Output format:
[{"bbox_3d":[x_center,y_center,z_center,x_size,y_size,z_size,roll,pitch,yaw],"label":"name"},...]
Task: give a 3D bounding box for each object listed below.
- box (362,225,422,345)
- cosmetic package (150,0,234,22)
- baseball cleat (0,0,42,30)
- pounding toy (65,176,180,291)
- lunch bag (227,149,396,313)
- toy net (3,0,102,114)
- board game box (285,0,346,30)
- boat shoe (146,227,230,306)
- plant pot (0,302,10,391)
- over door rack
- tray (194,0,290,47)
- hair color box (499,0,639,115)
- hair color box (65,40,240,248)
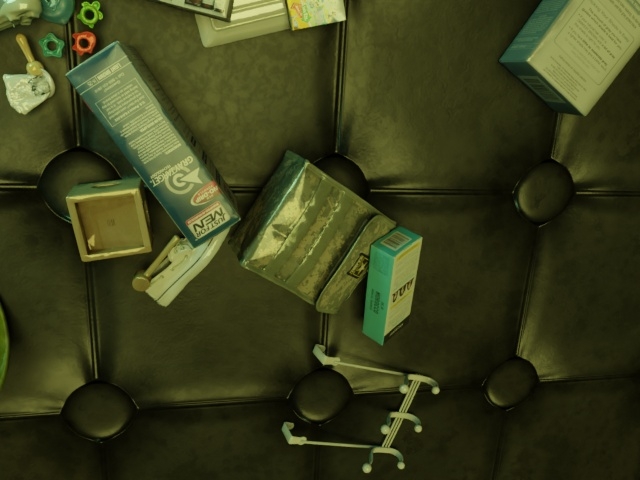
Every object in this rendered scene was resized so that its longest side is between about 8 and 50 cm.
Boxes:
[{"bbox_3d":[0.149,0.098,1.146,0.100,0.060,0.245,-31,138,-37],"label":"box"},{"bbox_3d":[-0.264,-0.456,0.924,0.238,0.060,0.099,13,102,-4],"label":"cosmetic package"},{"bbox_3d":[-0.554,-0.391,0.891,0.205,0.072,0.110,-10,99,8],"label":"baseball cleat"},{"bbox_3d":[-0.365,-0.011,1.049,0.180,0.094,0.206,-9,113,-11],"label":"pounding toy"},{"bbox_3d":[0.000,0.000,1.092,0.287,0.169,0.235,32,94,-27],"label":"lunch bag"},{"bbox_3d":[-0.471,-0.327,0.954,0.122,0.045,0.232,22,103,-19],"label":"toy net"},{"bbox_3d":[-0.018,-0.468,0.978,0.103,0.026,0.154,-14,109,-7],"label":"board game box"},{"bbox_3d":[-0.274,0.035,1.085,0.075,0.083,0.226,38,97,-21],"label":"boat shoe"},{"bbox_3d":[-0.811,0.200,0.912,0.352,0.366,0.367,-21,111,8],"label":"plant pot"},{"bbox_3d":[0.100,0.407,1.269,0.324,0.108,0.240,19,102,-17],"label":"over door rack"},{"bbox_3d":[-0.103,-0.458,0.995,0.270,0.030,0.145,-16,109,-7],"label":"tray"},{"bbox_3d":[0.560,-0.462,1.088,0.185,0.114,0.375,33,99,-19],"label":"hair color box"},{"bbox_3d":[-0.283,-0.170,0.971,0.105,0.174,0.347,-33,110,0],"label":"hair color box"}]
